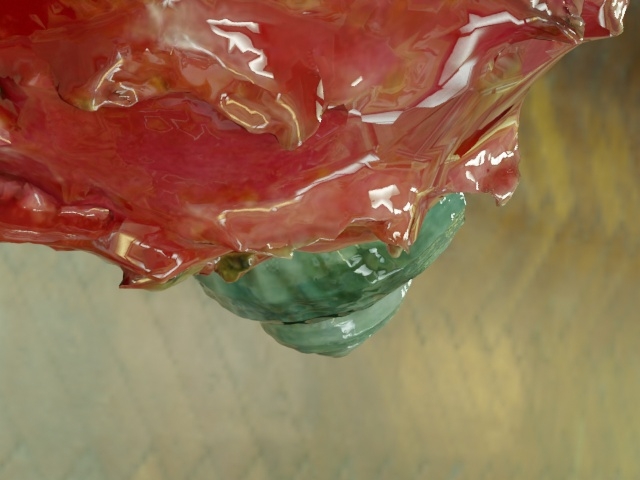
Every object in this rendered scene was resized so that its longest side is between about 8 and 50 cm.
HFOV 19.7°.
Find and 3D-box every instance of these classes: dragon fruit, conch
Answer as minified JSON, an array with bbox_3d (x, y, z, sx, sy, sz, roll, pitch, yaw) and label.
[{"bbox_3d":[-0.020,-0.122,0.404,0.205,0.210,0.268,-6,99,-28],"label":"dragon fruit"},{"bbox_3d":[0.000,0.000,1.415,0.277,0.220,0.195,88,7,-48],"label":"conch"}]
